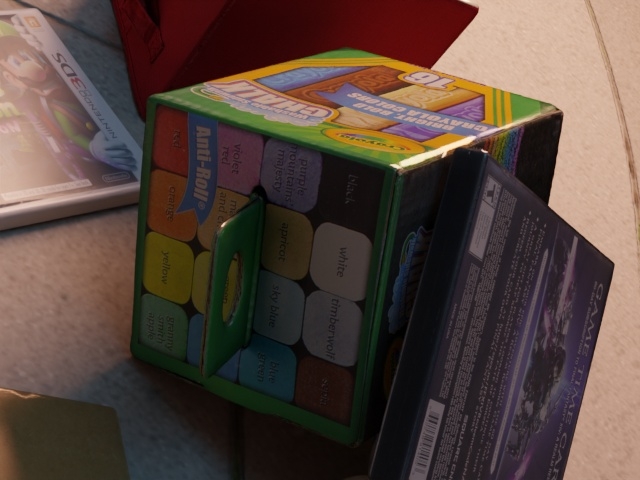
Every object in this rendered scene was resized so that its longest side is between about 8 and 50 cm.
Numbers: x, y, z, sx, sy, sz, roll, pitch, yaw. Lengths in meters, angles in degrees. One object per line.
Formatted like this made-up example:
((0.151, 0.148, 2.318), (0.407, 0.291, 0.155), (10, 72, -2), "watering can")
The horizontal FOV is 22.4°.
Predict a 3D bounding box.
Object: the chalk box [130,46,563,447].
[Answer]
((0.000, 0.000, 1.004), (0.179, 0.180, 0.289), (19, 22, 29), "chalk box")

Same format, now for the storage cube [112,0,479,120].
((-0.028, -0.194, 1.239), (0.215, 0.193, 0.183), (16, 41, -35), "storage cube")

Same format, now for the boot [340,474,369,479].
((0.091, 0.260, 0.938), (0.244, 0.088, 0.176), (27, 35, -7), "boot")

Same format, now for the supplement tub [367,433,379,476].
((0.072, 0.127, 1.081), (0.071, 0.071, 0.107), (34, 34, -10), "supplement tub")

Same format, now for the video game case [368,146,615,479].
((0.117, 0.074, 1.014), (0.026, 0.196, 0.274), (11, -9, 27), "video game case")

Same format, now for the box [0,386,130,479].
((-0.186, 0.142, 0.849), (0.201, 0.021, 0.164), (16, 41, -34), "box")

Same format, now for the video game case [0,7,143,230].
((-0.217, -0.085, 1.079), (0.190, 0.022, 0.173), (-15, 62, -52), "video game case")
